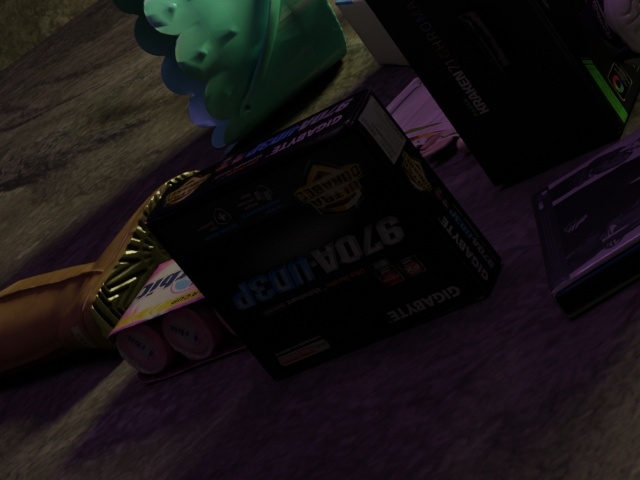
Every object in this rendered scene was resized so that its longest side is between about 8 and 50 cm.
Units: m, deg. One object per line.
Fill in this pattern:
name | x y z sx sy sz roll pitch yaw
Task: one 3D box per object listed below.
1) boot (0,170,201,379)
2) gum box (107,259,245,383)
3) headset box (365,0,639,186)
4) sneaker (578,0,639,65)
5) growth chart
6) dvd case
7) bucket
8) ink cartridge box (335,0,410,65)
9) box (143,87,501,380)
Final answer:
boot | -0.235 0.037 2.001 0.269 0.089 0.236 -16 27 52
gum box | -0.093 0.052 1.729 0.188 0.062 0.107 -22 23 40
headset box | 0.160 -0.220 1.623 0.131 0.246 0.283 -23 21 35
sneaker | 0.239 -0.169 1.458 0.153 0.094 0.235 -6 10 41
growth chart | 0.112 -0.123 1.845 0.172 0.021 0.237 -46 19 -23
dvd case | 0.259 -0.052 1.372 0.238 0.029 0.179 -32 18 14
bucket | -0.111 -0.260 2.228 0.183 0.281 0.281 -35 17 -7
ink cartridge box | 0.107 -0.265 2.095 0.143 0.090 0.092 -43 18 -15
box | 0.000 0.000 1.495 0.220 0.175 0.051 -24 24 36
